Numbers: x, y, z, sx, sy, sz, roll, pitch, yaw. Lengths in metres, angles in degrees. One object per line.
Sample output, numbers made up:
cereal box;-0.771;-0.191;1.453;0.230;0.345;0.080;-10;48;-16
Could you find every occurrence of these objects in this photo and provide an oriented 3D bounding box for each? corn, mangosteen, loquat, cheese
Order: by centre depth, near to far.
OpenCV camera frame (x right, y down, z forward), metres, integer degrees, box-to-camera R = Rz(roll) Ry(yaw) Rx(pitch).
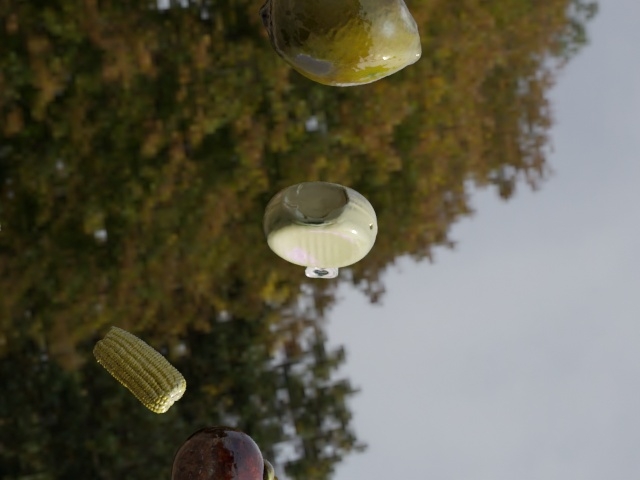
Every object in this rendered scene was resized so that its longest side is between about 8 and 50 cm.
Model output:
loquat;0.025;-0.249;1.741;0.152;0.195;0.152;13;90;-83
cheese;0.000;0.000;1.834;0.227;0.137;0.064;87;8;-66
mangosteen;-0.147;0.367;2.301;0.181;0.145;0.156;55;22;-58
corn;-0.302;0.213;2.506;0.165;0.085;0.063;37;-18;12
